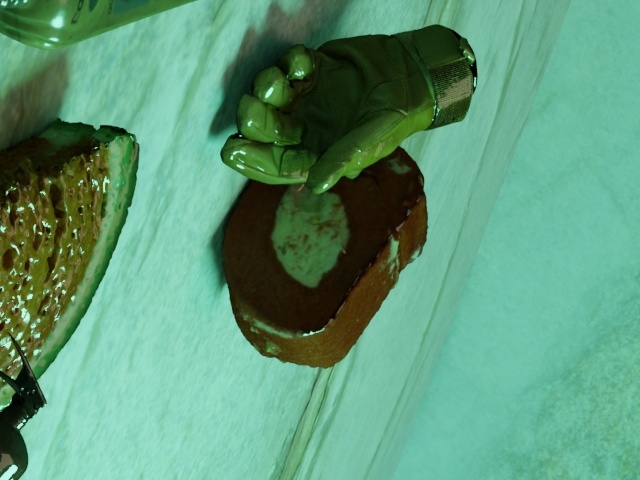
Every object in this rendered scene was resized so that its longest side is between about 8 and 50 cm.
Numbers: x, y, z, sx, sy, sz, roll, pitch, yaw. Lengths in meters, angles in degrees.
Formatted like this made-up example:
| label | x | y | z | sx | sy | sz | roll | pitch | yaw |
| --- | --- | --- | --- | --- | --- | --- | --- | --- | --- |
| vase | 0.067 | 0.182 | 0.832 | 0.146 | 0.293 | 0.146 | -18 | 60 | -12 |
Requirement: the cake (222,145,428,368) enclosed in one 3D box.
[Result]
| label | x | y | z | sx | sy | sz | roll | pitch | yaw |
| --- | --- | --- | --- | --- | --- | --- | --- | --- | --- |
| cake | 0.000 | 0.000 | 1.649 | 0.283 | 0.177 | 0.151 | -54 | 161 | -17 |

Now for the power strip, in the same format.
| label | x | y | z | sx | sy | sz | roll | pitch | yaw |
| --- | --- | --- | --- | --- | --- | --- | --- | --- | --- |
| power strip | -0.136 | -0.215 | 1.112 | 0.387 | 0.066 | 0.092 | -36 | 144 | -59 |

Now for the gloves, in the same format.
| label | x | y | z | sx | sy | sz | roll | pitch | yaw |
| --- | --- | --- | --- | --- | --- | --- | --- | --- | --- |
| gloves | 0.020 | -0.141 | 1.551 | 0.331 | 0.141 | 0.154 | -22 | 102 | -33 |

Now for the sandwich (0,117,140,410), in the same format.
| label | x | y | z | sx | sy | sz | roll | pitch | yaw |
| --- | --- | --- | --- | --- | --- | --- | --- | --- | --- |
| sandwich | -0.236 | 0.014 | 1.122 | 0.159 | 0.079 | 0.235 | 0 | 110 | -61 |

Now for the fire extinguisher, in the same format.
| label | x | y | z | sx | sy | sz | roll | pitch | yaw |
| --- | --- | --- | --- | --- | --- | --- | --- | --- | --- |
| fire extinguisher | -0.296 | 0.188 | 1.063 | 0.268 | 0.089 | 0.072 | -45 | -159 | -8 |
